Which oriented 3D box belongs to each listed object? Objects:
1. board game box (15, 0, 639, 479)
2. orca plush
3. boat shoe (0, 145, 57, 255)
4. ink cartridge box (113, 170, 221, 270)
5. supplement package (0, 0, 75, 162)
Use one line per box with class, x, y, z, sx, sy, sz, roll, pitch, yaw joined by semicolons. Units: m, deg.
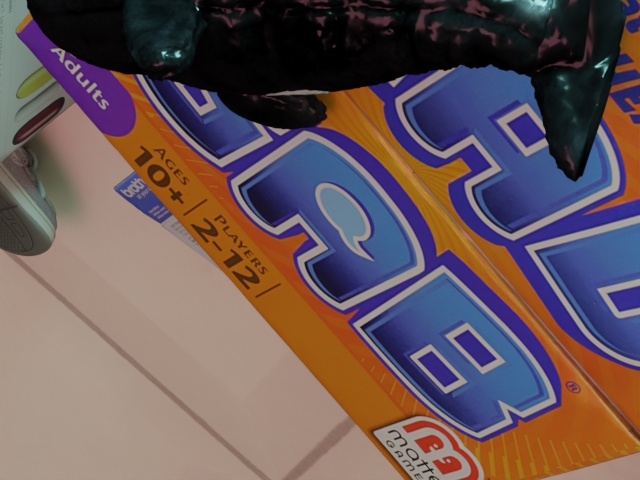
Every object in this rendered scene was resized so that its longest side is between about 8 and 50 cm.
board game box;0.138;-0.134;0.794;0.356;0.356;0.356;49;143;-9
orca plush;-0.027;-0.077;0.615;0.287;0.102;0.151;25;140;23
boat shoe;-0.363;-0.122;1.488;0.118;0.103;0.320;-21;115;48
ink cartridge box;0.000;0.000;1.247;0.311;0.065;0.186;36;145;-17
supplement package;-0.308;-0.228;1.283;0.204;0.145;0.262;34;143;12
